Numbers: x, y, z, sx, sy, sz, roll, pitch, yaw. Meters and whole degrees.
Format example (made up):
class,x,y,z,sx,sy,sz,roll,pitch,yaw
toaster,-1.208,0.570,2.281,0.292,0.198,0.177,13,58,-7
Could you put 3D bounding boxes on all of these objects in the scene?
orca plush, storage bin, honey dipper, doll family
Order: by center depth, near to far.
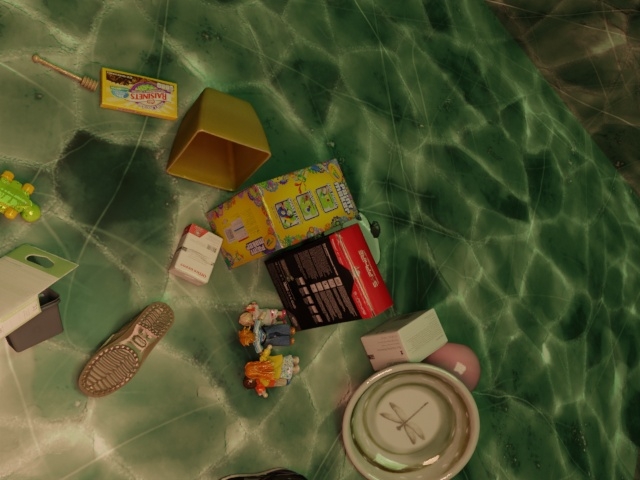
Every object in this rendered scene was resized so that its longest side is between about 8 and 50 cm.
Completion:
class,x,y,z,sx,sy,sz,roll,pitch,yaw
storage bin,-0.638,0.176,1.338,0.135,0.098,0.091,-26,121,-38
honey dipper,-0.643,-0.425,1.537,0.160,0.030,0.031,24,64,-25
doll family,-0.144,0.288,1.641,0.163,0.118,0.263,3,76,-35
orca plush,0.091,-0.044,1.952,0.287,0.102,0.151,39,102,-10

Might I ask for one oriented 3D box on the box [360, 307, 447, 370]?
class,x,y,z,sx,sy,sz,roll,pitch,yaw
box,0.259,0.308,1.890,0.182,0.181,0.119,-24,91,-38

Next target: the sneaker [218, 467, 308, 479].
class,x,y,z,sx,sy,sz,roll,pitch,yaw
sneaker,-0.159,0.635,1.529,0.283,0.124,0.107,-6,80,-37

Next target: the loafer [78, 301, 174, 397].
class,x,y,z,sx,sy,sz,roll,pitch,yaw
loafer,-0.455,0.258,1.445,0.268,0.092,0.102,-45,101,-19

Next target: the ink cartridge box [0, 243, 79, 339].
class,x,y,z,sx,sy,sz,roll,pitch,yaw
ink cartridge box,-0.658,0.105,1.295,0.235,0.171,0.056,-45,148,-52

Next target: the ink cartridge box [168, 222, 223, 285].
class,x,y,z,sx,sy,sz,roll,pitch,yaw
ink cartridge box,-0.330,0.039,1.614,0.099,0.056,0.135,30,61,-26

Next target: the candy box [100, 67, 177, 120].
class,x,y,z,sx,sy,sz,roll,pitch,yaw
candy box,-0.486,-0.392,1.641,0.205,0.027,0.105,4,78,-35

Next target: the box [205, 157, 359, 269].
class,x,y,z,sx,sy,sz,roll,pitch,yaw
box,-0.107,-0.072,1.662,0.279,0.290,0.177,-24,92,-37

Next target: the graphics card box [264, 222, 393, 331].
class,x,y,z,sx,sy,sz,roll,pitch,yaw
graphics card box,0.011,0.111,1.646,0.094,0.371,0.233,-26,92,-38

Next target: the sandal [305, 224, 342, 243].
class,x,y,z,sx,sy,sz,roll,pitch,yaw
sandal,0.000,0.000,1.864,0.090,0.060,0.219,21,81,-12

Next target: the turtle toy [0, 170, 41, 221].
class,x,y,z,sx,sy,sz,roll,pitch,yaw
turtle toy,-0.693,-0.089,1.378,0.130,0.066,0.095,36,59,-24

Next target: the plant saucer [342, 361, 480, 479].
class,x,y,z,sx,sy,sz,roll,pitch,yaw
plant saucer,0.261,0.535,1.800,0.400,0.100,0.401,0,101,-1

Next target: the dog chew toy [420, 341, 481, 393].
class,x,y,z,sx,sy,sz,roll,pitch,yaw
dog chew toy,0.397,0.492,1.937,0.206,0.206,0.332,14,78,-33

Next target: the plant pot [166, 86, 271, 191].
class,x,y,z,sx,sy,sz,roll,pitch,yaw
plant pot,-0.279,-0.285,1.664,0.212,0.212,0.187,15,55,-32
